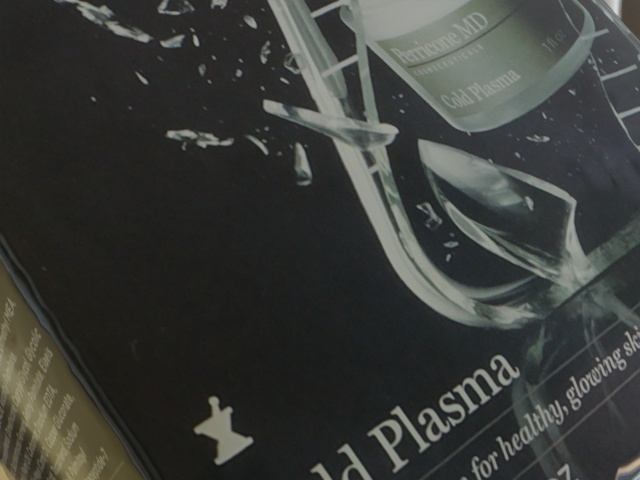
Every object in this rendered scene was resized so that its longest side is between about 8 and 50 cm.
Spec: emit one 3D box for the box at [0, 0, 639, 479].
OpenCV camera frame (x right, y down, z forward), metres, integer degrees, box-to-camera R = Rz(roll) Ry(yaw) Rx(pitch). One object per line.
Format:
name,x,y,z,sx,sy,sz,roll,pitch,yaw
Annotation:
box,0.000,0.000,0.640,0.480,0.472,0.297,-29,165,-33
